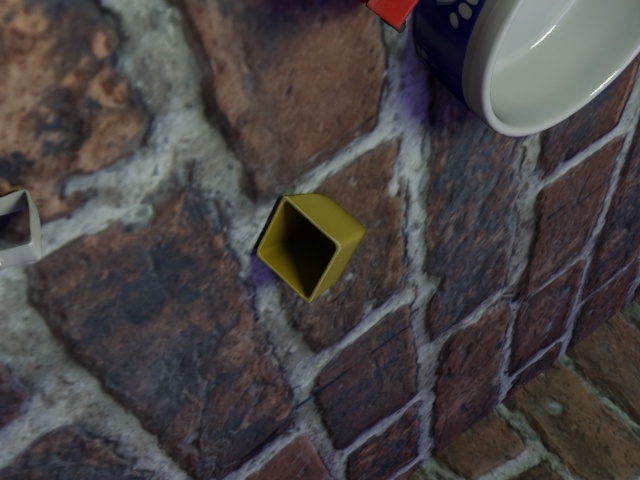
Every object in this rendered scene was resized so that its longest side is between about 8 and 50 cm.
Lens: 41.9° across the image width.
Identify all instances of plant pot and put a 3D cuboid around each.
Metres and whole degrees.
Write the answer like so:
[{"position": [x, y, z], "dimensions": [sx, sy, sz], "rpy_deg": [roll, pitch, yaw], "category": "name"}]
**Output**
[{"position": [0.000, 0.000, 0.865], "dimensions": [0.083, 0.081, 0.081], "rpy_deg": [-22, 148, -50], "category": "plant pot"}]

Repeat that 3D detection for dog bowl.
[{"position": [0.218, -0.231, 0.777], "dimensions": [0.264, 0.104, 0.265], "rpy_deg": [-30, 149, -20], "category": "dog bowl"}]

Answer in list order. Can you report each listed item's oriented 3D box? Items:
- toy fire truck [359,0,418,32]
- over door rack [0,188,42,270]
[{"position": [0.016, -0.204, 0.577], "dimensions": [0.047, 0.135, 0.192], "rpy_deg": [-52, -171, 19], "category": "toy fire truck"}, {"position": [-0.326, 0.015, 0.461], "dimensions": [0.324, 0.108, 0.240], "rpy_deg": [-31, 151, -18], "category": "over door rack"}]
